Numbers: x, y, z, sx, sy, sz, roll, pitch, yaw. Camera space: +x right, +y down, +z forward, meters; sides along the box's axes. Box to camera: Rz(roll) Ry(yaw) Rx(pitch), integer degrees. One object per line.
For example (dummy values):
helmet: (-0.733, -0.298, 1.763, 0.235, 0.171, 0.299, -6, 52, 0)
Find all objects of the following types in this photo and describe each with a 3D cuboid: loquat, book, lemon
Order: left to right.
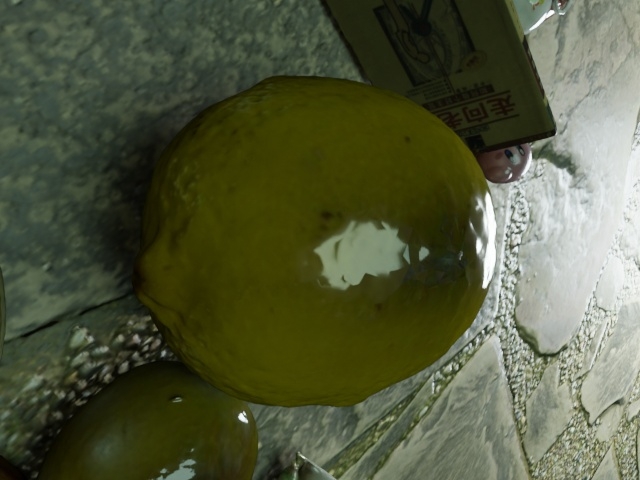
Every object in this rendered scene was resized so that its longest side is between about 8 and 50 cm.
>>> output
loquat: (-0.135, 0.182, 0.480, 0.195, 0.152, 0.152, -52, 129, -33)
lemon: (-0.002, 0.000, 0.485, 0.283, 0.260, 0.261, -23, 116, -16)
book: (0.123, -0.176, 0.617, 0.231, 0.161, 0.026, 53, 43, -35)

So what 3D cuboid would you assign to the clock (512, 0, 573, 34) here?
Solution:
clock: (0.196, -0.263, 0.654, 0.166, 0.162, 0.093, -38, 125, -28)

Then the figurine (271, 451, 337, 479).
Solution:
figurine: (-0.043, 0.301, 0.652, 0.098, 0.081, 0.146, 37, 76, 5)

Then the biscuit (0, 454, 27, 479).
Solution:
biscuit: (-0.336, 0.260, 0.391, 0.317, 0.040, 0.318, -12, 108, -39)

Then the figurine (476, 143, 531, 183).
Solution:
figurine: (0.234, -0.108, 0.787, 0.083, 0.071, 0.067, -34, 163, -22)

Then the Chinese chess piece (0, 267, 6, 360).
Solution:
Chinese chess piece: (-0.300, 0.043, 0.296, 0.269, 0.112, 0.270, 1, 89, -39)
